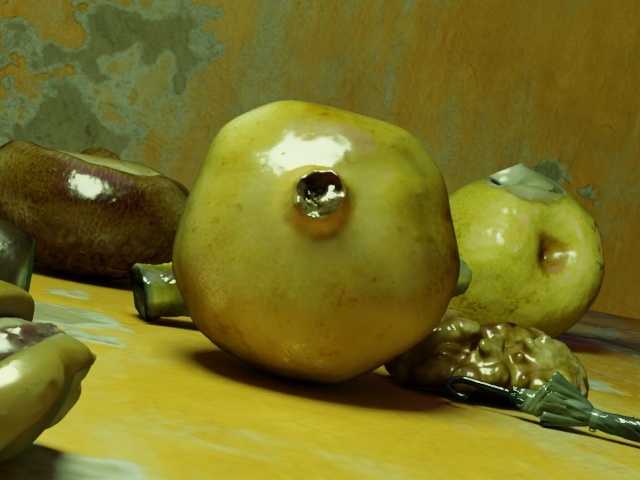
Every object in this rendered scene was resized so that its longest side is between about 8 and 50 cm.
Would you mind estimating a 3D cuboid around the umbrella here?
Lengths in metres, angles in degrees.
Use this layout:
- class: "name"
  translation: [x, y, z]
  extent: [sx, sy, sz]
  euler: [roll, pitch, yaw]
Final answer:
- class: "umbrella"
  translation: [0.226, 0.134, 0.917]
  extent: [0.269, 0.044, 0.044]
  euler: [13, 29, 14]

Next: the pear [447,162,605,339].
- class: "pear"
  translation: [0.263, 0.030, 1.719]
  extent: [0.271, 0.271, 0.271]
  euler: [11, 2, 0]

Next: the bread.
- class: "bread"
  translation: [-0.202, 0.040, 0.510]
  extent: [0.225, 0.081, 0.134]
  euler: [11, 0, 12]

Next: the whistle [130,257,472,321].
- class: "whistle"
  translation: [-0.014, 0.035, 1.143]
  extent: [0.327, 0.057, 0.068]
  euler: [-5, 30, -19]

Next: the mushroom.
- class: "mushroom"
  translation: [-0.263, -0.033, 1.384]
  extent: [0.253, 0.153, 0.253]
  euler: [10, -1, 0]

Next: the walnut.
- class: "walnut"
  translation: [0.140, 0.099, 1.031]
  extent: [0.170, 0.069, 0.143]
  euler: [8, 4, -10]

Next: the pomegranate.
- class: "pomegranate"
  translation: [-0.001, 0.004, 0.917]
  extent: [0.233, 0.233, 0.233]
  euler: [11, 2, 0]

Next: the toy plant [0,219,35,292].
- class: "toy plant"
  translation: [-0.258, 0.019, 0.728]
  extent: [0.162, 0.092, 0.093]
  euler: [8, 2, -12]
